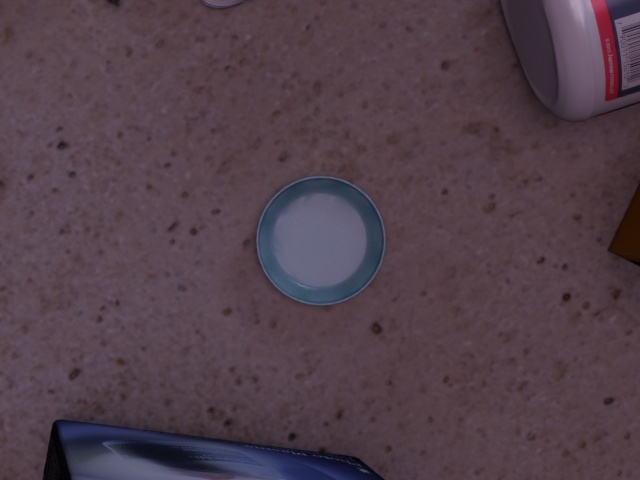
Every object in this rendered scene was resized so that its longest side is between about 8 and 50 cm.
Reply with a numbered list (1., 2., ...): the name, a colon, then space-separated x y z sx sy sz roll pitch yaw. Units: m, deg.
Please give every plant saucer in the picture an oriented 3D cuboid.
1. plant saucer: 0.000 0.000 1.318 0.119 0.021 0.119 0 91 -4

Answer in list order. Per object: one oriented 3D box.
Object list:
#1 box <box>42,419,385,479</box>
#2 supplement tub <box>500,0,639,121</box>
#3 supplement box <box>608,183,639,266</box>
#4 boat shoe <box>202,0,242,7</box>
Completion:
1. box: -0.078 0.270 1.168 0.296 0.294 0.182 9 92 -14
2. supplement tub: 0.308 -0.228 1.247 0.272 0.191 0.191 -18 93 -4
3. supplement box: 0.390 -0.003 1.261 0.194 0.191 0.129 25 90 -4
4. boat shoe: -0.062 -0.238 1.298 0.100 0.035 0.035 -17 93 -4
